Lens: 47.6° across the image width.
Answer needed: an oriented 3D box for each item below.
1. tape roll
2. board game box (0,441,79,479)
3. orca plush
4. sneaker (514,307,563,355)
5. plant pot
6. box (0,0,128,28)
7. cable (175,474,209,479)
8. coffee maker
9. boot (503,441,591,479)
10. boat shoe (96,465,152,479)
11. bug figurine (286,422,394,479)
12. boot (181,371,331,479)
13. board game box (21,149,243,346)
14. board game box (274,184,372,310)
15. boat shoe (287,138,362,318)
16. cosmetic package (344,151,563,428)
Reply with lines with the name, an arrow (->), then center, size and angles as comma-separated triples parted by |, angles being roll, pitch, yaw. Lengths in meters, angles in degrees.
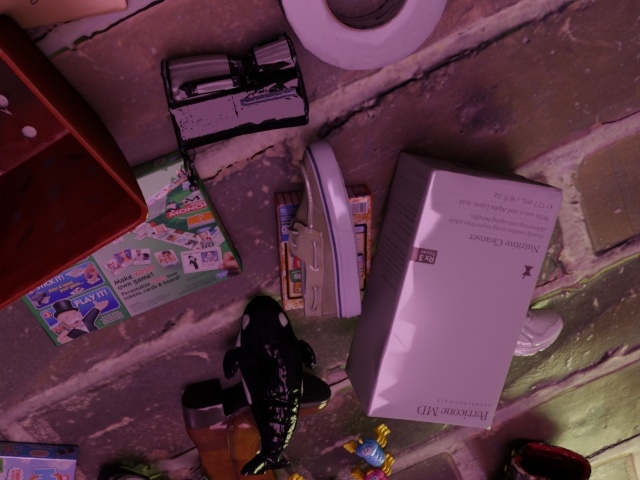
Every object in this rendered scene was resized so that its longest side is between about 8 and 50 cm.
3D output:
tape roll -> 0.053, -0.335, 0.934 | 0.219, 0.072, 0.219 | -5, 121, -9
board game box -> -0.547, 0.427, 1.285 | 0.212, 0.039, 0.160 | 8, 118, -16
orca plush -> -0.093, 0.236, 1.150 | 0.151, 0.102, 0.287 | 12, 92, 3
sneaker -> 0.313, 0.135, 1.256 | 0.232, 0.090, 0.115 | -6, 118, -9
plant pot -> -0.395, -0.114, 0.869 | 0.267, 0.235, 0.267 | -30, 129, 7
box -> -0.353, -0.345, 0.878 | 0.201, 0.021, 0.164 | -11, 122, -4
cable -> -0.251, 0.511, 1.299 | 0.151, 0.047, 0.184 | -18, 117, -24
coffee maker -> -0.109, -0.177, 0.974 | 0.178, 0.120, 0.171 | -12, 130, -5
boot -> 0.359, 0.552, 1.479 | 0.378, 0.138, 0.284 | 7, 120, -19
boat shoe -> -0.299, 0.519, 1.362 | 0.114, 0.091, 0.302 | -45, 122, -23
bug figurine -> 0.035, 0.459, 1.369 | 0.279, 0.072, 0.216 | -33, 139, 8
boot -> -0.102, 0.372, 1.309 | 0.264, 0.096, 0.280 | -11, 123, -7
board game box -> -0.303, 0.016, 1.086 | 0.317, 0.046, 0.213 | -21, 121, 2
board game box -> 0.006, 0.013, 1.145 | 0.147, 0.045, 0.193 | -6, 121, -8
boat shoe -> 0.000, 0.000, 1.049 | 0.094, 0.109, 0.302 | -12, 123, -3
cosmetic package -> 0.191, 0.077, 1.109 | 0.217, 0.156, 0.384 | 8, 103, -14
